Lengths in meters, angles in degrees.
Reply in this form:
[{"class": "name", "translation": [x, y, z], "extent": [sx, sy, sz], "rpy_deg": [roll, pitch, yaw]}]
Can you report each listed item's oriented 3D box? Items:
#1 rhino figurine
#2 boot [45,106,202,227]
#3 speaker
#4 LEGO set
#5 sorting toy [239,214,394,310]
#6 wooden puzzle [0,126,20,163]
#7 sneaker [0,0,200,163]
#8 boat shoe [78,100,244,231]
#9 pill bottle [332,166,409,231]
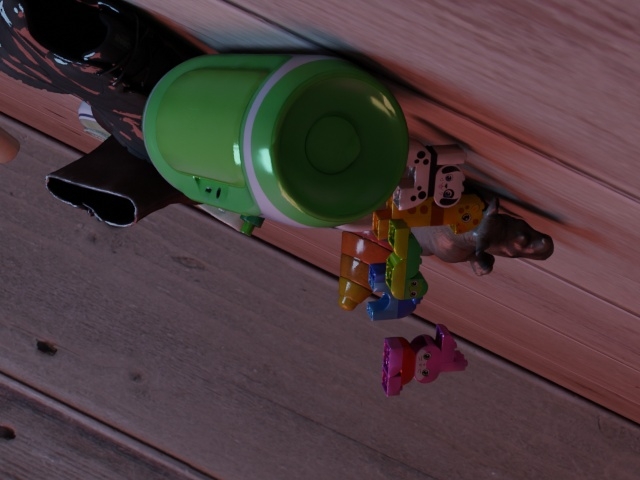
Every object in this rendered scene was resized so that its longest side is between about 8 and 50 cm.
[{"class": "rhino figurine", "translation": [0.126, -0.013, 1.299], "extent": [0.106, 0.073, 0.243], "rpy_deg": [26, 175, -33]}, {"class": "boot", "translation": [-0.197, -0.096, 1.416], "extent": [0.248, 0.090, 0.207], "rpy_deg": [23, -148, 34]}, {"class": "speaker", "translation": [-0.045, -0.083, 1.111], "extent": [0.131, 0.131, 0.296], "rpy_deg": [28, 175, -25]}, {"class": "LEGO set", "translation": [0.095, 0.007, 1.184], "extent": [0.093, 0.227, 0.087], "rpy_deg": [-4, -153, -13]}, {"class": "sorting toy", "translation": [0.000, 0.000, 1.810], "extent": [0.127, 0.126, 0.365], "rpy_deg": [23, 175, 34]}, {"class": "wooden puzzle", "translation": [-0.544, -0.213, 1.639], "extent": [0.347, 0.081, 0.322], "rpy_deg": [21, 173, 14]}, {"class": "sneaker", "translation": [-0.169, -0.148, 1.263], "extent": [0.286, 0.109, 0.130], "rpy_deg": [24, 167, -17]}, {"class": "boat shoe", "translation": [-0.214, -0.109, 1.949], "extent": [0.302, 0.094, 0.109], "rpy_deg": [25, 175, 16]}, {"class": "pill bottle", "translation": [0.014, -0.056, 1.282], "extent": [0.094, 0.094, 0.169], "rpy_deg": [27, 175, -14]}]
